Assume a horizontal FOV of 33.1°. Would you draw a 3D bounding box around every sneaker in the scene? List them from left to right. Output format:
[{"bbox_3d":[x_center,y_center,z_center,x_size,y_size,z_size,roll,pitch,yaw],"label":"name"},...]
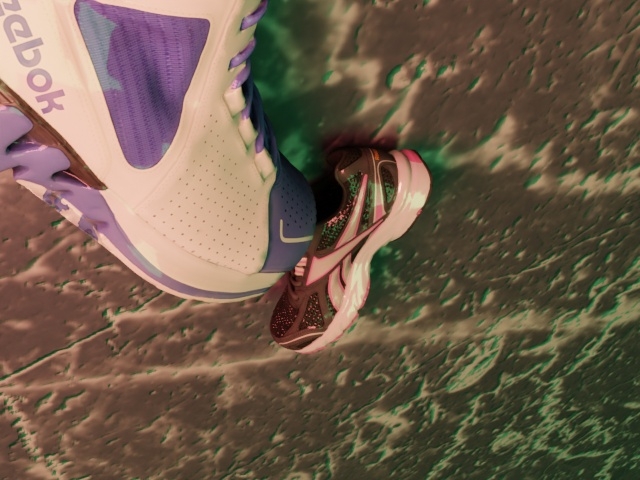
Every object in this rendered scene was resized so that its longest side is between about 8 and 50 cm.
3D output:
[{"bbox_3d":[-0.071,-0.091,0.542,0.182,0.127,0.315,-39,142,16],"label":"sneaker"},{"bbox_3d":[0.000,0.000,0.766,0.077,0.072,0.178,14,119,-29],"label":"sneaker"}]
